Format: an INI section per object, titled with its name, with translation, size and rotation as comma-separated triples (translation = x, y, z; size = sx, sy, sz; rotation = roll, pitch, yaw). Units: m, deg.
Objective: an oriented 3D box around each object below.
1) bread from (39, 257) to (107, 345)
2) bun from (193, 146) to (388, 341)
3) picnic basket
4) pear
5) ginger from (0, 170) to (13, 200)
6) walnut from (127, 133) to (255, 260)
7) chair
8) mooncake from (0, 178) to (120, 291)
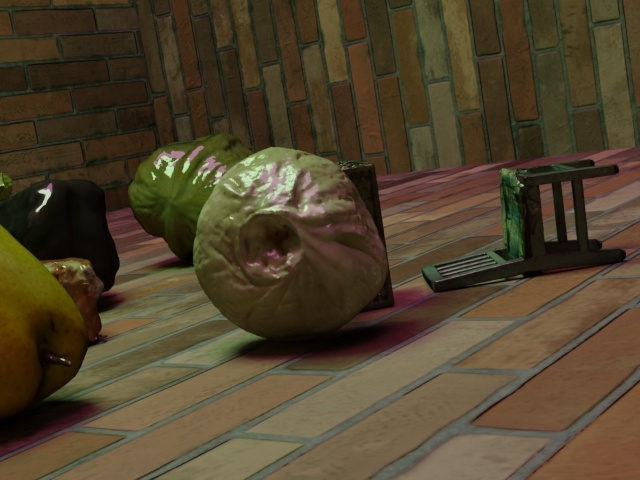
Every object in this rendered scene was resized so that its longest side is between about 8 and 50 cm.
[bread]
translation = -0.419, 0.096, 1.491
size = 0.244, 0.123, 0.190
rotation = -6, 7, 18
[bun]
translation = -0.040, -0.004, 1.242
size = 0.244, 0.244, 0.153
rotation = -8, -17, 10
[picnic basket]
translation = 0.000, 0.000, 1.411
size = 0.154, 0.196, 0.134
rotation = -10, 10, -9
[pear]
translation = -0.420, 0.071, 1.100
size = 0.336, 0.285, 0.285
rotation = -8, 7, -3
[ginger]
translation = -0.615, -0.096, 1.802
size = 0.157, 0.102, 0.216
rotation = 14, -15, -10
[walnut]
translation = -0.235, -0.089, 2.154
size = 0.253, 0.282, 0.277
rotation = -49, -13, 20
[chair]
translation = 0.273, -0.028, 1.471
size = 0.270, 0.147, 0.136
rotation = -8, 8, 1
[mooncake]
translation = -0.528, 0.029, 1.783
size = 0.381, 0.212, 0.350
rotation = -13, 4, 19
